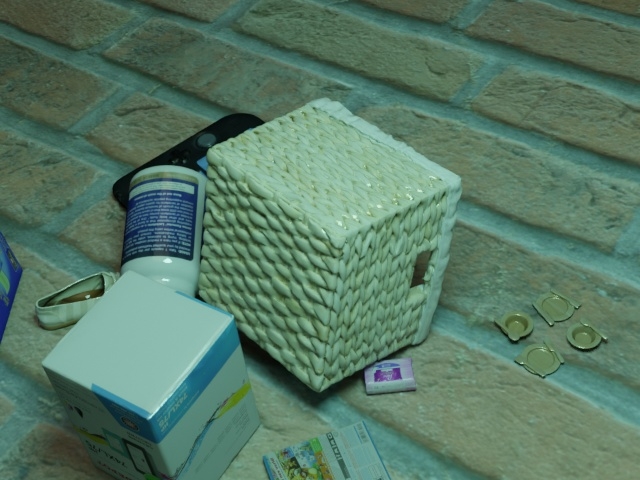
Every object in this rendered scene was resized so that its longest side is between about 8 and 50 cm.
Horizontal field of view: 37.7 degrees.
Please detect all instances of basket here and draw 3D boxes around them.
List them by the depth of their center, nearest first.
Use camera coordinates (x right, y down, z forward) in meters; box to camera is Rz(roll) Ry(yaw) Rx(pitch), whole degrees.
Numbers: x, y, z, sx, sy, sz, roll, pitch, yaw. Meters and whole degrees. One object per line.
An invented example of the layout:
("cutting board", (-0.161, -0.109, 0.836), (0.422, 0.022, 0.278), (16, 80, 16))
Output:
("basket", (0.000, 0.000, 1.494), (0.266, 0.328, 0.331), (-23, 45, -37))

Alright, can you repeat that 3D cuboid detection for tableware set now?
("tableware set", (0.378, 0.149, 1.552), (0.168, 0.020, 0.141), (-24, 47, -17))

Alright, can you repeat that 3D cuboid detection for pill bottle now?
("pill bottle", (-0.269, 0.015, 1.638), (0.153, 0.153, 0.265), (-2, 63, 5))

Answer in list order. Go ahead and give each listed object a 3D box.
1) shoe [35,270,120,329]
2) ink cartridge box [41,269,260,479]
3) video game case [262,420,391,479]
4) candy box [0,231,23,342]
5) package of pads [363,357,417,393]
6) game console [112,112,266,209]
("shoe", (-0.400, 0.099, 1.671), (0.219, 0.058, 0.076), (-19, 46, -12))
("ink cartridge box", (-0.236, 0.226, 1.373), (0.198, 0.270, 0.197), (20, 52, 25))
("video game case", (0.009, 0.345, 1.404), (0.166, 0.015, 0.119), (-17, 46, -10))
("candy box", (-0.634, 0.083, 1.568), (0.122, 0.268, 0.317), (-7, 44, 6))
("package of pads", (0.111, 0.218, 1.507), (0.083, 0.032, 0.050), (-6, 42, 1))
("game console", (-0.180, -0.091, 1.837), (0.342, 0.060, 0.386), (-31, 49, -22))
